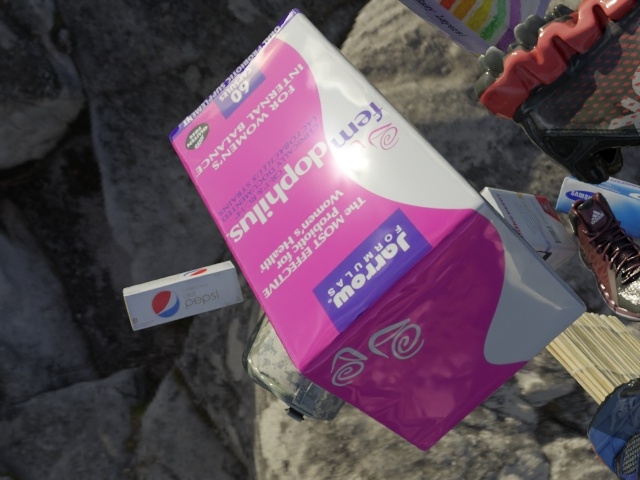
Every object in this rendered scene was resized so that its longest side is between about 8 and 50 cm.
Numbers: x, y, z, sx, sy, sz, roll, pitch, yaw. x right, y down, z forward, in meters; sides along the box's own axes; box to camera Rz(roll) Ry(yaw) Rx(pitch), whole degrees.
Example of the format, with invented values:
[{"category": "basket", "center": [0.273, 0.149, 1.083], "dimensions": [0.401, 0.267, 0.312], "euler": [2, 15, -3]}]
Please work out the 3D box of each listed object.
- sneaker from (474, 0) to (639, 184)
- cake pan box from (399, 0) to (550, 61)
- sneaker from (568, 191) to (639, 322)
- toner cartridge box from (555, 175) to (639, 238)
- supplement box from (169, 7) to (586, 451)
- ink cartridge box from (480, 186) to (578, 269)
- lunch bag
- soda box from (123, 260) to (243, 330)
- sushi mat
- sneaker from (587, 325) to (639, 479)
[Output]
[{"category": "sneaker", "center": [0.224, -0.127, 0.525], "dimensions": [0.276, 0.098, 0.135], "euler": [-39, 85, 40]}, {"category": "cake pan box", "center": [0.200, -0.372, 1.076], "dimensions": [0.070, 0.246, 0.266], "euler": [18, 83, 47]}, {"category": "sneaker", "center": [0.485, 0.014, 1.509], "dimensions": [0.106, 0.162, 0.281], "euler": [-31, 27, 3]}, {"category": "toner cartridge box", "center": [0.661, -0.047, 1.769], "dimensions": [0.348, 0.165, 0.075], "euler": [23, 110, 33]}, {"category": "supplement box", "center": [0.019, -0.014, 0.484], "dimensions": [0.111, 0.114, 0.220], "euler": [-44, 43, 8]}, {"category": "ink cartridge box", "center": [0.352, -0.018, 1.588], "dimensions": [0.072, 0.175, 0.127], "euler": [-48, 52, 36]}, {"category": "lunch bag", "center": [0.014, 0.165, 1.608], "dimensions": [0.213, 0.256, 0.305], "euler": [33, 85, -13]}, {"category": "soda box", "center": [-0.262, 0.105, 1.716], "dimensions": [0.216, 0.069, 0.073], "euler": [-15, 102, -10]}, {"category": "sushi mat", "center": [0.302, 0.157, 0.746], "dimensions": [0.019, 0.151, 0.316], "euler": [-62, 40, 22]}, {"category": "sneaker", "center": [0.213, 0.085, 0.473], "dimensions": [0.083, 0.221, 0.087], "euler": [-13, 50, -10]}]
